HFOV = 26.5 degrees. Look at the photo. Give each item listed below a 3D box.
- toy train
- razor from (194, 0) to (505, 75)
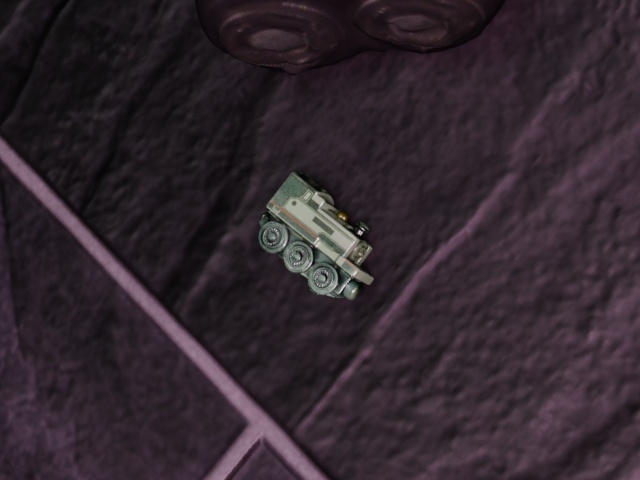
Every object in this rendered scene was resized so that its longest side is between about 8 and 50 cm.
[{"bbox_3d":[0.000,0.000,0.835,0.083,0.033,0.053,38,93,25],"label":"toy train"},{"bbox_3d":[0.024,-0.280,0.832,0.204,0.113,0.349,-2,77,23],"label":"razor"}]
